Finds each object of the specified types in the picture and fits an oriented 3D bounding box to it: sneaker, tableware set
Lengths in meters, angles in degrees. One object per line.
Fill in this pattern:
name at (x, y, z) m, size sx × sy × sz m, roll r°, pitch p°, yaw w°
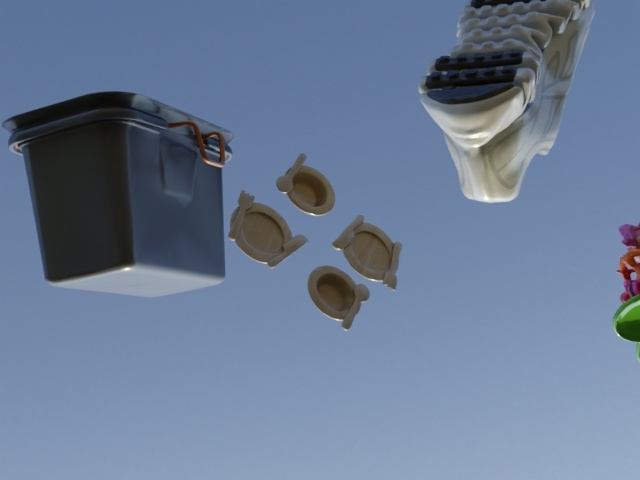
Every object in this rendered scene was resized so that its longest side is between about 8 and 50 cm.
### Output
sneaker at (0.169, -0.142, 0.916) m, size 0.110 × 0.292 × 0.118 m, roll 2°, pitch -54°, yaw 31°
tableware set at (0.000, 0.000, 0.975) m, size 0.169 × 0.141 × 0.020 m, roll 41°, pitch -45°, yaw -4°

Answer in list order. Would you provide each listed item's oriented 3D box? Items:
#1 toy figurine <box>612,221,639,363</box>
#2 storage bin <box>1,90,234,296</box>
toy figurine at (0.347, 0.036, 1.082) m, size 0.173 × 0.159 × 0.130 m, roll 20°, pitch -51°, yaw -25°
storage bin at (-0.099, -0.020, 0.594) m, size 0.098 × 0.135 × 0.091 m, roll -12°, pitch -100°, yaw 22°
